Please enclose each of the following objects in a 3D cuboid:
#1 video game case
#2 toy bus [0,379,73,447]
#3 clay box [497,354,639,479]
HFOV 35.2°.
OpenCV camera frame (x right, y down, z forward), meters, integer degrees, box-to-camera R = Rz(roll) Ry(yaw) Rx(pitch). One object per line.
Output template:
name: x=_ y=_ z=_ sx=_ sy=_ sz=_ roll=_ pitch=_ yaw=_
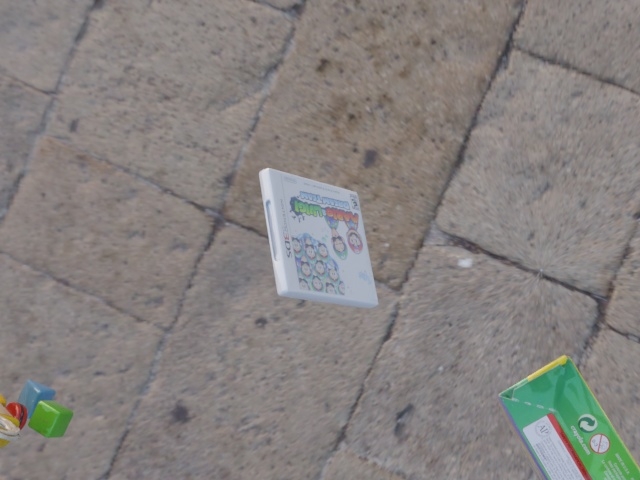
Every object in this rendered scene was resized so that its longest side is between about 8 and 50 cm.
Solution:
video game case: x=0.000 y=0.000 z=1.128 sx=0.019 sy=0.157 sz=0.143 roll=-24 pitch=67 yaw=36
toy bus: x=-0.341 y=0.164 z=0.895 sx=0.190 sy=0.202 sz=0.104 roll=25 pitch=90 yaw=5
clay box: x=0.168 y=0.149 z=0.659 sx=0.053 sy=0.222 sz=0.127 roll=-30 pitch=75 yaw=2
